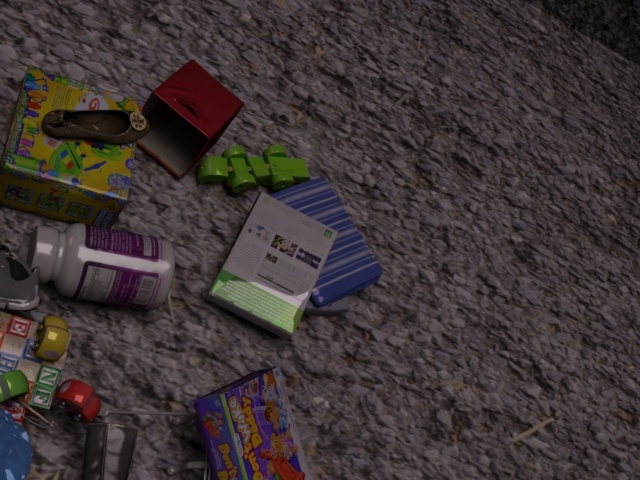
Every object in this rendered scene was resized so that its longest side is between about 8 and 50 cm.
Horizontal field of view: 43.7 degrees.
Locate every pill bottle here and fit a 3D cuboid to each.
[{"bbox_3d":[-0.495,0.054,1.794,0.301,0.169,0.169,13,59,-26],"label":"pill bottle"}]

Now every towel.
[{"bbox_3d":[0.000,0.000,2.152,0.243,0.040,0.336,-22,76,-35],"label":"towel"}]

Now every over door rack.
[{"bbox_3d":[-0.358,0.476,1.698,0.324,0.108,0.239,8,60,-11],"label":"over door rack"}]

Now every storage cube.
[{"bbox_3d":[-0.344,-0.315,2.066,0.184,0.215,0.193,40,45,-6],"label":"storage cube"}]

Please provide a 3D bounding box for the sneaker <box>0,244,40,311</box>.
[{"bbox_3d":[-0.687,0.068,1.630,0.229,0.086,0.132,6,103,-29],"label":"sneaker"}]

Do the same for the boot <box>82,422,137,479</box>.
[{"bbox_3d":[-0.460,0.463,1.571,0.190,0.076,0.208,11,66,-26],"label":"boot"}]

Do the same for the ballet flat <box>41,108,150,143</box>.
[{"bbox_3d":[-0.503,-0.268,1.811,0.250,0.058,0.084,-2,66,-33],"label":"ballet flat"}]

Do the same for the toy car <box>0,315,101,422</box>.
[{"bbox_3d":[-0.560,0.271,1.576,0.225,0.053,0.239,-16,77,-47],"label":"toy car"}]

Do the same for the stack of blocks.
[{"bbox_3d":[-0.635,0.309,1.619,0.171,0.087,0.297,22,55,-20],"label":"stack of blocks"}]

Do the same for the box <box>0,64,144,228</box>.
[{"bbox_3d":[-0.590,-0.210,1.876,0.279,0.177,0.290,16,57,-23],"label":"box"}]

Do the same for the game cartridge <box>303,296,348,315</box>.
[{"bbox_3d":[-0.063,0.093,2.111,0.297,0.062,0.198,17,61,-23],"label":"game cartridge"}]

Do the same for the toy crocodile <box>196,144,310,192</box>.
[{"bbox_3d":[-0.175,-0.186,2.176,0.340,0.105,0.115,-6,67,-39],"label":"toy crocodile"}]

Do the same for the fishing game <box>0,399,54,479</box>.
[{"bbox_3d":[-0.636,0.397,1.489,0.189,0.041,0.264,38,43,-11],"label":"fishing game"}]

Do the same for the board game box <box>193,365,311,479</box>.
[{"bbox_3d":[-0.132,0.474,1.731,0.233,0.078,0.347,-15,89,-61],"label":"board game box"}]

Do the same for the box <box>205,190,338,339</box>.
[{"bbox_3d":[-0.118,0.060,2.013,0.232,0.058,0.322,28,59,-6],"label":"box"}]
